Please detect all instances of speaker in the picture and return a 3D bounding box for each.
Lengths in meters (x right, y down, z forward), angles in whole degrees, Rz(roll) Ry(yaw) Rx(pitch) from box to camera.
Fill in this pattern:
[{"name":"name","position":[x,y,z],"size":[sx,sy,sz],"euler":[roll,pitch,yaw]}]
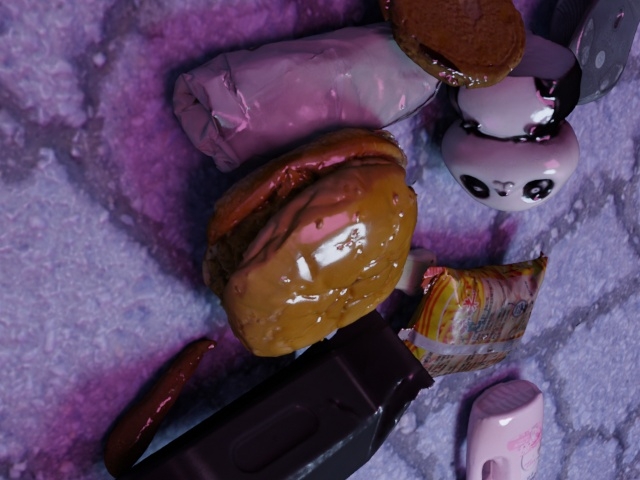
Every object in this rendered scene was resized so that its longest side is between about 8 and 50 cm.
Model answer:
[{"name":"speaker","position":[-0.059,0.256,1.443],"size":[0.388,0.180,0.184],"euler":[-32,164,-36]}]

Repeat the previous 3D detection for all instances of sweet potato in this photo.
[{"name":"sweet potato","position":[-0.208,0.208,1.448],"size":[0.214,0.050,0.050],"euler":[-54,135,-7]}]

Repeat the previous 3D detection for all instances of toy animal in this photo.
[{"name":"toy animal","position":[0.261,-0.152,1.549],"size":[0.165,0.187,0.235],"euler":[-57,150,-56]}]

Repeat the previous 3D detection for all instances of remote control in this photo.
[{"name":"remote control","position":[0.113,0.040,1.632],"size":[0.122,0.032,0.074],"euler":[14,104,-43]}]

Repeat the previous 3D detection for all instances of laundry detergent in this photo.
[{"name":"laundry detergent","position":[0.313,0.403,1.961],"size":[0.159,0.088,0.335],"euler":[-19,125,-28]}]

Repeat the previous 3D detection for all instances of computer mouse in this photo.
[{"name":"computer mouse","position":[0.414,-0.367,1.627],"size":[0.379,0.090,0.167],"euler":[-61,144,-7]}]

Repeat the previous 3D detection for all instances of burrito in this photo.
[{"name":"burrito","position":[0.027,-0.189,1.384],"size":[0.445,0.101,0.139],"euler":[-19,107,-32]}]

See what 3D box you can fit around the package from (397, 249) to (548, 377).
[{"name":"package","position":[0.225,0.118,1.702],"size":[0.288,0.108,0.223],"euler":[-9,132,-40]}]

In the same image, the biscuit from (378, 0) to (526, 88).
[{"name":"biscuit","position":[0.161,-0.286,1.410],"size":[0.226,0.042,0.226],"euler":[13,65,-29]}]

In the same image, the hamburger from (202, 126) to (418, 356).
[{"name":"hamburger","position":[0.000,0.000,1.377],"size":[0.319,0.158,0.318],"euler":[-31,155,-16]}]
